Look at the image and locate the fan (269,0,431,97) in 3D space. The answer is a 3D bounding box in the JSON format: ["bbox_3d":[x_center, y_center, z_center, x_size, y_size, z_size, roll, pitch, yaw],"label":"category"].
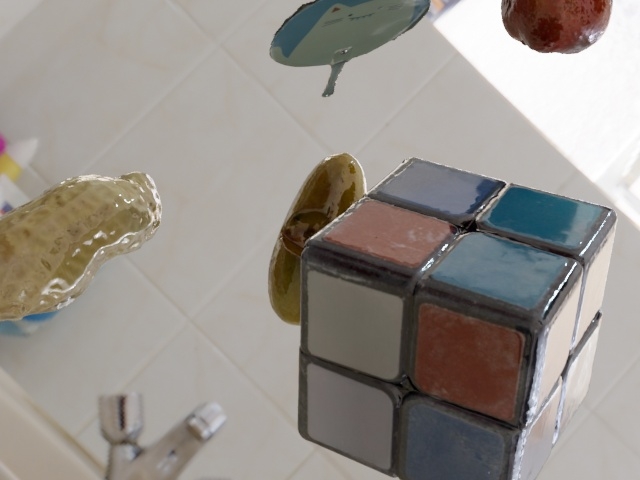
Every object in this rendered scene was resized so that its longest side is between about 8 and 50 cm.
[{"bbox_3d":[0.016,-0.133,0.712,0.175,0.113,0.005,118,-46,-73],"label":"fan"}]

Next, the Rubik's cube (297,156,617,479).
[{"bbox_3d":[0.176,0.112,1.348,0.316,0.318,0.313,17,-56,24],"label":"Rubik's cube"}]

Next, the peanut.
[{"bbox_3d":[-0.341,0.001,1.410,0.140,0.325,0.153,4,-63,47],"label":"peanut"}]

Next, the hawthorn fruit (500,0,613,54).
[{"bbox_3d":[0.349,-0.359,1.517,0.173,0.179,0.173,5,6,-1],"label":"hawthorn fruit"}]

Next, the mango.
[{"bbox_3d":[0.000,0.000,1.538,0.129,0.262,0.167,15,-10,1],"label":"mango"}]
